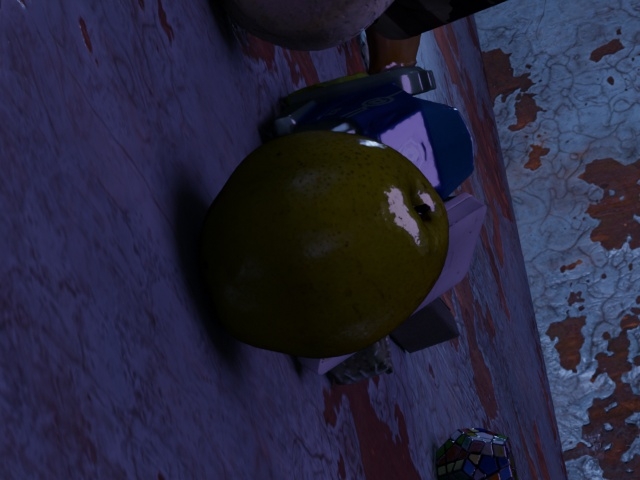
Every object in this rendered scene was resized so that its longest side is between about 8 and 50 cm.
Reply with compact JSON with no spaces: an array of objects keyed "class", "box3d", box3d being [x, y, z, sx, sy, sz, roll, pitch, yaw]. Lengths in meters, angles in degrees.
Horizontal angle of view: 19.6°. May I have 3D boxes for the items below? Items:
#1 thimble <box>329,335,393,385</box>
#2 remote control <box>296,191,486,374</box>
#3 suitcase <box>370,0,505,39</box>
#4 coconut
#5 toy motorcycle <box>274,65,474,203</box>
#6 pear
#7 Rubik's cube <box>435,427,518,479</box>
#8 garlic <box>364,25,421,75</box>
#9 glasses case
[{"class":"thimble","box3d":[0.030,0.086,1.832,0.084,0.062,0.110,4,71,-77]},{"class":"remote control","box3d":[0.071,0.038,1.758,0.250,0.034,0.103,-32,145,-44]},{"class":"suitcase","box3d":[0.155,-0.449,2.376,0.351,0.339,0.194,50,26,-47]},{"class":"coconut","box3d":[-0.010,-0.301,1.797,0.234,0.224,0.224,-84,157,-58]},{"class":"toy motorcycle","box3d":[0.060,-0.078,1.858,0.326,0.200,0.191,-34,109,-80]},{"class":"pear","box3d":[0.000,-0.001,1.469,0.198,0.198,0.198,-15,90,-79]},{"class":"Rubik's cube","box3d":[0.197,0.287,2.320,0.111,0.111,0.093,-44,143,-78]},{"class":"garlic","box3d":[0.088,-0.383,2.620,0.143,0.112,0.318,-22,104,-52]},{"class":"glasses case","box3d":[0.110,0.085,2.217,0.205,0.071,0.047,45,28,-68]}]
